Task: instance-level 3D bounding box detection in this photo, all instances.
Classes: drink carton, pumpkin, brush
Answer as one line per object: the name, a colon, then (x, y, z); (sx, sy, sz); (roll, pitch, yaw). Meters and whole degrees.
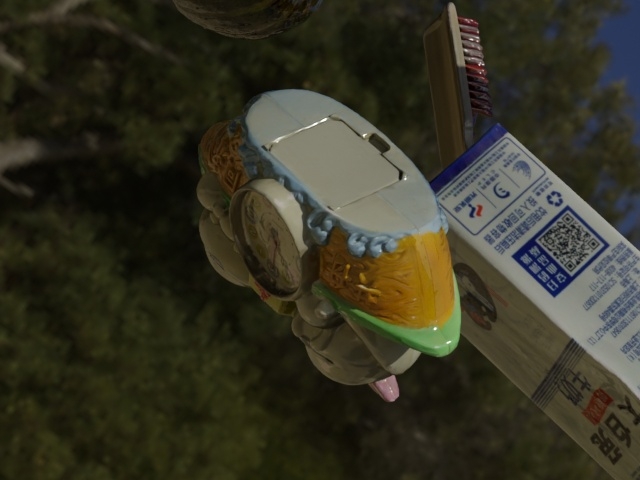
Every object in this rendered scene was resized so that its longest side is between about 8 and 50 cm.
drink carton: (0.204, 0.068, 1.354); (0.315, 0.106, 0.130); (44, -24, 13)
pumpkin: (-0.068, -0.289, 1.551); (0.157, 0.223, 0.223); (4, -25, 21)
brush: (0.142, -0.092, 1.669); (0.050, 0.321, 0.060); (15, -39, -24)

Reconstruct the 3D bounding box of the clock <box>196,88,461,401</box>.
clock: (0.000, 0.000, 1.021); (0.231, 0.103, 0.144); (46, -35, 34)
